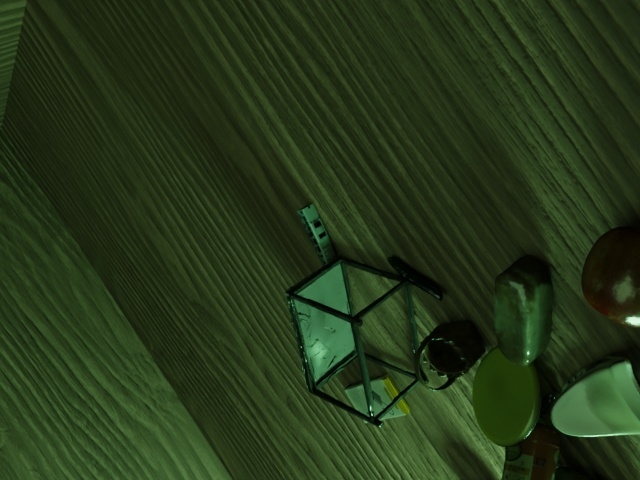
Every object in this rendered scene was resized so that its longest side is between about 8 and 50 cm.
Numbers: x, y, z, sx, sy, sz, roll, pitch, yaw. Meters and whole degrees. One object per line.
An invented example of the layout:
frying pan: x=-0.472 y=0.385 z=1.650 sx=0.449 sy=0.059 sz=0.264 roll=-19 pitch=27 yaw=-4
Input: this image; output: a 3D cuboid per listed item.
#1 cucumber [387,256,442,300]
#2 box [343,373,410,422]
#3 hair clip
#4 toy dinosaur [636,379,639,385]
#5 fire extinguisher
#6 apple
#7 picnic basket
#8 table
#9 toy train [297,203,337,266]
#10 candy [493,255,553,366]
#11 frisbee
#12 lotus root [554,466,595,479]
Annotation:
cucumber: x=0.236 y=0.095 z=1.834 sx=0.184 sy=0.033 sz=0.036 roll=35 pitch=164 yaw=30
box: x=0.173 y=0.473 z=2.198 sx=0.129 sy=0.033 sz=0.247 roll=59 pitch=145 yaw=0
hair clip: x=0.591 y=0.333 z=1.521 sx=0.173 sy=0.113 sz=0.282 roll=60 pitch=143 yaw=8
toy dinosaur: x=0.675 y=0.263 z=1.422 sx=0.082 sy=0.039 sz=0.209 roll=49 pitch=150 yaw=-1
fire extinguisher: x=0.456 y=0.530 z=1.692 sx=0.113 sy=0.376 sz=0.200 roll=23 pitch=166 yaw=-27
apple: x=0.556 y=0.063 z=1.304 sx=0.181 sy=0.181 sz=0.169 roll=19 pitch=107 yaw=42
picnic basket: x=0.296 y=0.282 z=1.773 sx=0.137 sy=0.178 sz=0.128 roll=-20 pitch=101 yaw=54
table: x=0.102 y=0.261 z=1.960 sx=0.272 sy=0.222 sz=0.335 roll=16 pitch=128 yaw=43
toy train: x=0.000 y=0.000 z=2.038 sx=0.047 sy=0.043 sz=0.208 roll=-10 pitch=108 yaw=53
candy: x=0.433 y=0.153 z=1.574 sx=0.102 sy=0.104 sz=0.234 roll=24 pitch=132 yaw=38
frisbee: x=0.423 y=0.355 z=1.699 sx=0.236 sy=0.017 sz=0.236 roll=-171 pitch=90 yaw=-66
lotus root: x=0.611 y=0.636 z=1.687 sx=0.275 sy=0.152 sz=0.160 roll=33 pitch=148 yaw=34
